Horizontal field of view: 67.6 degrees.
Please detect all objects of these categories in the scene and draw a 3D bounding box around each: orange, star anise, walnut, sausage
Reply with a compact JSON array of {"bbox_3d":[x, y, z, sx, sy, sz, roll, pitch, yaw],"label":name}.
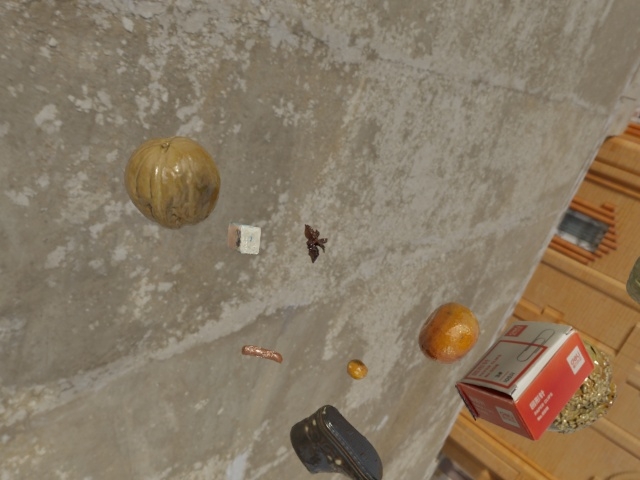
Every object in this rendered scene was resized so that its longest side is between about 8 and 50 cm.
[{"bbox_3d":[0.139,0.493,1.825,0.070,0.083,0.083,-44,146,-10],"label":"orange"},{"bbox_3d":[-0.001,0.010,2.030,0.158,0.144,0.140,44,56,-38],"label":"star anise"},{"bbox_3d":[-0.483,-0.185,1.579,0.333,0.333,0.332,-34,141,-33],"label":"walnut"},{"bbox_3d":[0.438,0.321,1.631,0.224,0.170,0.224,-52,172,-11],"label":"orange"},{"bbox_3d":[-0.212,0.415,1.751,0.036,0.158,0.042,-106,-144,-72],"label":"sausage"}]

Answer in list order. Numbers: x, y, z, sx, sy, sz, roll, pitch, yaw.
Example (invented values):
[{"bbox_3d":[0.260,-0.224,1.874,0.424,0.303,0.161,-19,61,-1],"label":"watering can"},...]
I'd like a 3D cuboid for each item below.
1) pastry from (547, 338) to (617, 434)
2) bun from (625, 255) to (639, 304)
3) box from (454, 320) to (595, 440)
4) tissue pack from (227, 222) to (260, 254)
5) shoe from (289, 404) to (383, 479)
[{"bbox_3d":[0.733,0.448,1.399,0.285,0.184,0.315,-18,125,-16],"label":"pastry"},{"bbox_3d":[0.542,0.059,0.745,0.115,0.069,0.115,-11,124,-16],"label":"bun"},{"bbox_3d":[0.337,0.223,0.798,0.182,0.133,0.099,-36,102,-21],"label":"box"},{"bbox_3d":[-0.194,-0.006,1.200,0.059,0.094,0.074,2,94,-32],"label":"tissue pack"},{"bbox_3d":[0.054,0.831,1.856,0.237,0.384,0.171,-37,-167,20],"label":"shoe"}]
